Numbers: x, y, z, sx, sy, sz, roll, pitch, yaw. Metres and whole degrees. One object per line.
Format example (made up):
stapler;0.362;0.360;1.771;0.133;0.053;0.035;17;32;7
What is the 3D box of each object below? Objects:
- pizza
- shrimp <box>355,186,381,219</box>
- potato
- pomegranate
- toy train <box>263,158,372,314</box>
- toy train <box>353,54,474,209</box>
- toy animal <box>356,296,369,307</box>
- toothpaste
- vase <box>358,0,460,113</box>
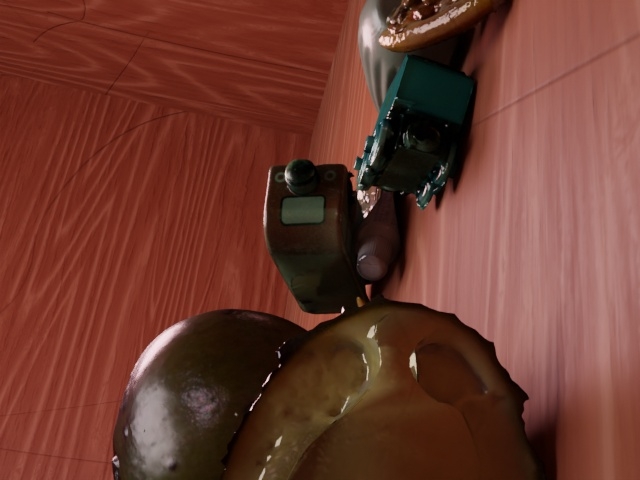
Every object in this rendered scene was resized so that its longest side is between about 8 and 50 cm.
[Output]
pizza;0.150;-0.296;1.067;0.185;0.052;0.195;-10;46;48
shrimp;0.071;-0.020;1.658;0.126;0.047;0.223;142;141;-67
potato;0.036;0.198;0.690;0.242;0.242;0.285;115;158;-70
pomegranate;-0.050;0.224;0.964;0.291;0.323;0.291;-162;90;-75
toy train;0.000;0.000;1.429;0.326;0.129;0.159;67;-157;-62
toy train;0.109;-0.126;1.124;0.198;0.107;0.154;120;168;-76
toy animal;0.061;0.123;1.368;0.081;0.060;0.083;-35;-23;-31
toothpaste;0.090;-0.032;1.403;0.099;0.068;0.282;-45;15;27
vase;0.110;-0.236;1.252;0.248;0.128;0.128;90;-172;-68
